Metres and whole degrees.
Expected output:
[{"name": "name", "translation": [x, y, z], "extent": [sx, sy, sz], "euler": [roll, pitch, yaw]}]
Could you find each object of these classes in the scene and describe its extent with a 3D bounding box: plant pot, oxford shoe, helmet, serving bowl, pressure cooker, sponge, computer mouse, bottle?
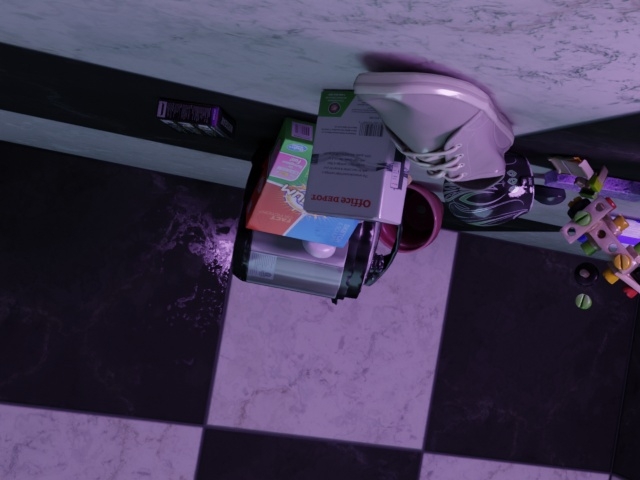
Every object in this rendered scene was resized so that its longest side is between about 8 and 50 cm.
[{"name": "plant pot", "translation": [0.272, -0.075, 2.608], "extent": [0.201, 0.202, 0.180], "euler": [9, -167, 25]}, {"name": "oxford shoe", "translation": [0.189, -0.163, 1.387], "extent": [0.169, 0.130, 0.449], "euler": [10, 177, 30]}, {"name": "helmet", "translation": [0.328, -0.105, 1.788], "extent": [0.161, 0.170, 0.169], "euler": [-6, 179, -5]}, {"name": "serving bowl", "translation": [0.000, 0.000, 2.101], "extent": [0.083, 0.083, 0.027], "euler": [10, 141, -15]}, {"name": "pressure cooker", "translation": [0.001, -0.032, 2.320], "extent": [0.420, 0.376, 0.370], "euler": [11, 175, -1]}, {"name": "sponge", "translation": [0.595, -0.117, 1.922], "extent": [0.210, 0.031, 0.117], "euler": [9, 179, -1]}, {"name": "computer mouse", "translation": [0.472, -0.115, 2.078], "extent": [0.071, 0.041, 0.242], "euler": [1, -169, -29]}, {"name": "bottle", "translation": [0.866, -0.015, 2.518], "extent": [0.282, 0.092, 0.118], "euler": [10, 178, -6]}]

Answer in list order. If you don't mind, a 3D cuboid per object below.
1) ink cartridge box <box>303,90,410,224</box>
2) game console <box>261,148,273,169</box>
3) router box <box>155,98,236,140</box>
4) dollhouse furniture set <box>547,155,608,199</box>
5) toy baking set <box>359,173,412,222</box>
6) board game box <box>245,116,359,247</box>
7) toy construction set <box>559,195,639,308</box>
[{"name": "ink cartridge box", "translation": [0.067, -0.137, 1.489], "extent": [0.153, 0.209, 0.086], "euler": [9, 178, 34]}, {"name": "game console", "translation": [-0.053, -0.198, 2.120], "extent": [0.085, 0.124, 0.144], "euler": [40, 165, -22]}, {"name": "router box", "translation": [-0.265, -0.259, 1.934], "extent": [0.133, 0.046, 0.179], "euler": [9, 178, 7]}, {"name": "dollhouse furniture set", "translation": [0.517, -0.142, 1.766], "extent": [0.076, 0.059, 0.151], "euler": [18, 165, 44]}, {"name": "toy baking set", "translation": [0.096, -0.117, 2.050], "extent": [0.256, 0.030, 0.197], "euler": [-27, 138, 13]}, {"name": "board game box", "translation": [-0.008, -0.117, 1.958], "extent": [0.242, 0.064, 0.317], "euler": [11, 142, -14]}, {"name": "toy construction set", "translation": [0.693, -0.009, 2.036], "extent": [0.308, 0.258, 0.237], "euler": [-16, 161, 26]}]
